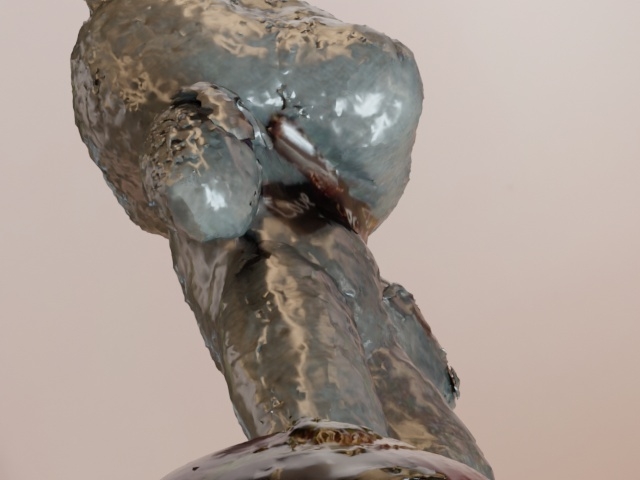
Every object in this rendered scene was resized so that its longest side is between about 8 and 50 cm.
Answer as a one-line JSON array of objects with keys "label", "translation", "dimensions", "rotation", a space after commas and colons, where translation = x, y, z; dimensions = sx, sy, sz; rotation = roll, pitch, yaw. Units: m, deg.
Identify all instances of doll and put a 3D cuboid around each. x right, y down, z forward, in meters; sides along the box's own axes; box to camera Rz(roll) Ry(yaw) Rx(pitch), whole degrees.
[{"label": "doll", "translation": [0.005, -0.006, 0.850], "dimensions": [0.158, 0.246, 0.340], "rotation": [-41, -139, 9]}]

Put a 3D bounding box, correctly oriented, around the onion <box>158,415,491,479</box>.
[{"label": "onion", "translation": [0.002, 0.096, 0.410], "dimensions": [0.117, 0.118, 0.118], "rotation": [15, -149, 23]}]
